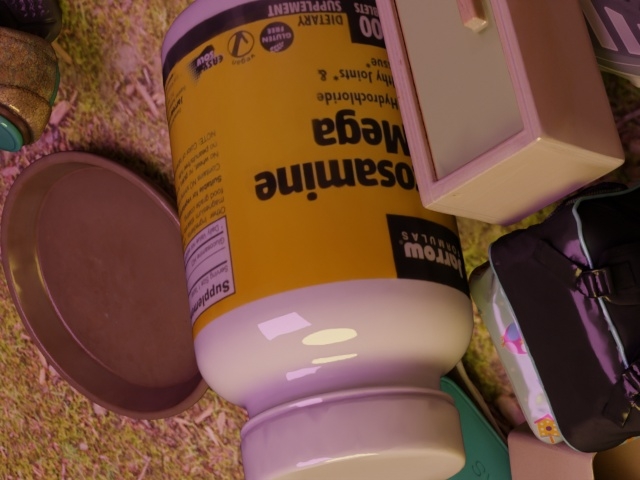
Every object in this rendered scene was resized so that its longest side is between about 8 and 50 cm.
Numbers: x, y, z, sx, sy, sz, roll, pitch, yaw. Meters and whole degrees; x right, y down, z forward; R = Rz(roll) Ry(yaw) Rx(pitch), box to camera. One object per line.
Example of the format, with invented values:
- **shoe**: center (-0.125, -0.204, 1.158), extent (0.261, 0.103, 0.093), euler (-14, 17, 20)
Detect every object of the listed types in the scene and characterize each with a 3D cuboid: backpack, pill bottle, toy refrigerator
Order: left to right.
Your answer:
- **pill bottle**: center (0.000, 0.000, 0.945), extent (0.188, 0.188, 0.334), euler (-29, 61, 41)
- **toy refrigerator**: center (0.099, -0.156, 0.910), extent (0.102, 0.094, 0.270), euler (-31, 60, 40)
- **backpack**: center (0.205, 0.045, 0.950), extent (0.144, 0.188, 0.166), euler (-30, 84, 49)

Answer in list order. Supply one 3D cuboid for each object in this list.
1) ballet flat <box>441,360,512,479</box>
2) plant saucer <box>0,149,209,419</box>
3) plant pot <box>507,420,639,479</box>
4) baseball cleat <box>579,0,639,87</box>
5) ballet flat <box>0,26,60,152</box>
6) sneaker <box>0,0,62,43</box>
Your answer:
- **ballet flat**: center (0.049, 0.103, 1.144), extent (0.139, 0.139, 0.400), euler (-25, 95, 41)
- **plant saucer**: center (-0.197, 0.041, 1.343), extent (0.277, 0.041, 0.278), euler (16, 120, 30)
- **plant pot**: center (0.205, 0.176, 1.071), extent (0.096, 0.109, 0.109), euler (13, 119, 45)
- **baseball cleat**: center (0.201, -0.158, 0.932), extent (0.205, 0.072, 0.109), euler (12, 111, 28)
- **ballet flat**: center (-0.391, -0.179, 1.211), extent (0.348, 0.123, 0.123), euler (18, 124, 1)
- **sneaker**: center (-0.343, -0.202, 1.317), extent (0.227, 0.130, 0.087), euler (-11, 100, 11)
